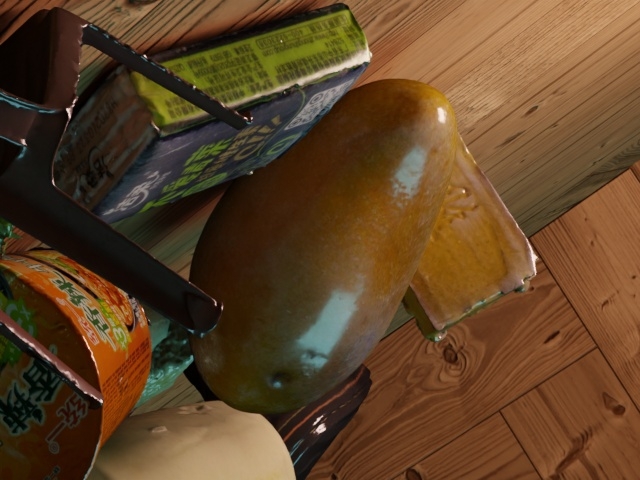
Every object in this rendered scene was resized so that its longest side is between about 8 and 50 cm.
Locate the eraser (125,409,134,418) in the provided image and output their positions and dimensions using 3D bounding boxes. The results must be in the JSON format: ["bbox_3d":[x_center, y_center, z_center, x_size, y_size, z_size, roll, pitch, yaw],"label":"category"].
[{"bbox_3d":[-0.300,0.193,2.066,0.155,0.102,0.332,-23,166,-32],"label":"eraser"}]

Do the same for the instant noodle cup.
[{"bbox_3d":[-0.251,0.107,1.493,0.230,0.230,0.182,-35,179,21],"label":"instant noodle cup"}]

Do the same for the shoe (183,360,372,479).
[{"bbox_3d":[-0.072,0.174,2.266,0.171,0.237,0.384,-53,177,13],"label":"shoe"}]

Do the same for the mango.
[{"bbox_3d":[0.000,0.000,1.704,0.221,0.199,0.384,-15,143,-55],"label":"mango"}]

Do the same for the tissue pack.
[{"bbox_3d":[-0.090,-0.093,1.374,0.235,0.073,0.173,-22,166,-42],"label":"tissue pack"}]

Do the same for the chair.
[{"bbox_3d":[-0.215,-0.059,1.052,0.175,0.183,0.326,-36,125,28],"label":"chair"}]

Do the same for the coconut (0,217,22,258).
[{"bbox_3d":[-0.264,-0.008,1.310,0.133,0.055,0.158,-29,169,-9],"label":"coconut"}]

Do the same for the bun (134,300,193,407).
[{"bbox_3d":[-0.219,0.097,1.757,0.204,0.126,0.212,-27,164,-26],"label":"bun"}]

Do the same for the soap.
[{"bbox_3d":[0.112,-0.026,1.845,0.135,0.233,0.076,-29,173,-14],"label":"soap"}]

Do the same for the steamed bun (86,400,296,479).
[{"bbox_3d":[-0.258,0.373,1.963,0.456,0.290,0.371,-30,168,28],"label":"steamed bun"}]
